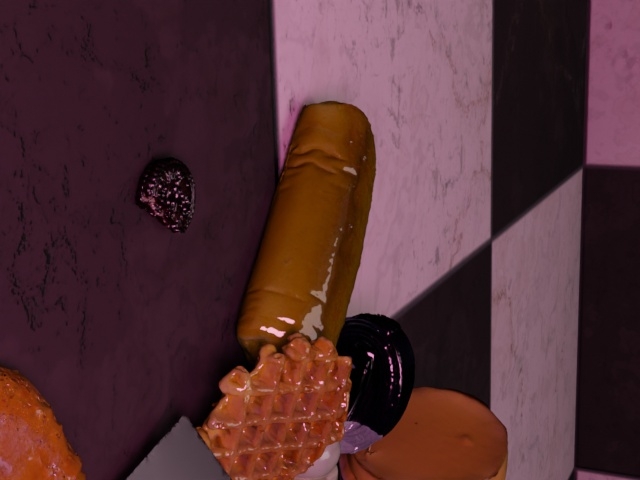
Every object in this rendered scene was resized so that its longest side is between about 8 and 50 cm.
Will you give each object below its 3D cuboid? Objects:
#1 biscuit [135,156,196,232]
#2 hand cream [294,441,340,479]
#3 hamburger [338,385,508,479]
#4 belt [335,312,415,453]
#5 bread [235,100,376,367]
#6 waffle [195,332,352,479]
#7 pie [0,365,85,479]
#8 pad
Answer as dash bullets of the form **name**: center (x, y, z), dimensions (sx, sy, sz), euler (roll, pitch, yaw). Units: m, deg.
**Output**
- **biscuit**: center (-0.161, -0.045, 1.102), dimensions (0.089, 0.027, 0.087), euler (-39, 128, -58)
- **hand cream**: center (-0.035, 0.389, 1.402), dimensions (0.147, 0.093, 0.306), euler (-26, 128, -58)
- **hamburger**: center (0.156, 0.386, 1.618), dimensions (0.276, 0.276, 0.237), euler (-46, 145, -54)
- **belt**: center (0.047, 0.199, 1.459), dimensions (0.078, 0.151, 0.198), euler (-1, 105, -70)
- **bread**: center (0.000, 0.000, 1.359), dimensions (0.166, 0.112, 0.384), euler (53, 47, -55)
- **waffle**: center (-0.053, 0.229, 1.240), dimensions (0.253, 0.056, 0.249), euler (-33, 133, -28)
- **pie**: center (-0.271, 0.220, 0.817), dimensions (0.273, 0.069, 0.273), euler (41, 38, -43)
- **pad**: center (-0.175, 0.322, 1.060), dimensions (0.265, 0.009, 0.160), euler (-48, 116, -41)
